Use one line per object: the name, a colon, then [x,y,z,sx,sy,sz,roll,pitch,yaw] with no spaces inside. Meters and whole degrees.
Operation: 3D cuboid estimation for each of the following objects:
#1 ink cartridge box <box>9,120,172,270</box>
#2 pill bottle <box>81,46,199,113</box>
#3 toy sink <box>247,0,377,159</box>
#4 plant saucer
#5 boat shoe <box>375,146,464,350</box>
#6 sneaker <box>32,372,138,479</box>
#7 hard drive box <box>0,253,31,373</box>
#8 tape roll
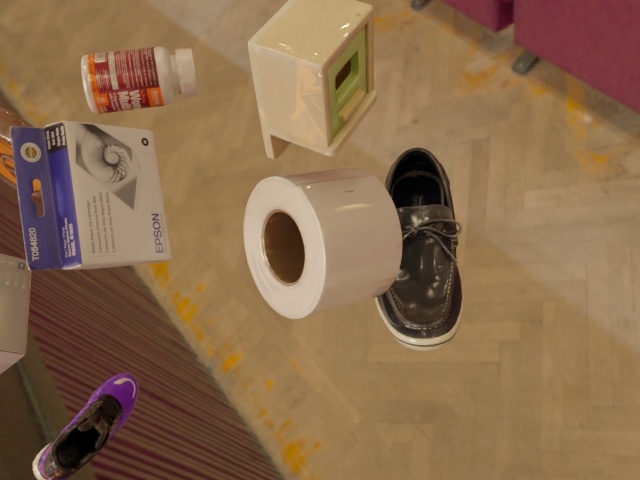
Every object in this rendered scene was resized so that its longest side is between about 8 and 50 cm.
ink cartridge box: [-0.343,-0.069,1.073,0.045,0.224,0.223,-15,83,42]
pill bottle: [-0.367,-0.333,1.443,0.221,0.121,0.121,-9,52,-8]
toy sink: [-0.002,-0.228,1.059,0.131,0.234,0.153,23,57,20]
plant saucer: [-0.505,-0.135,1.170,0.198,0.198,0.036,6,48,32]
boat shoe: [0.202,0.001,1.474,0.187,0.156,0.500,-1,50,9]
sneaker: [-0.488,0.406,1.539,0.146,0.102,0.293,-34,15,50]
hard drive box: [-0.729,0.173,1.560,0.181,0.089,0.232,-34,53,33]
tape roll: [0.000,0.000,1.218,0.246,0.169,0.246,17,112,50]
